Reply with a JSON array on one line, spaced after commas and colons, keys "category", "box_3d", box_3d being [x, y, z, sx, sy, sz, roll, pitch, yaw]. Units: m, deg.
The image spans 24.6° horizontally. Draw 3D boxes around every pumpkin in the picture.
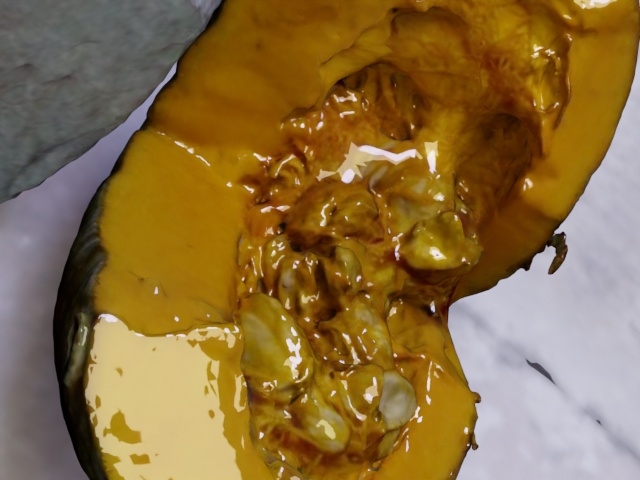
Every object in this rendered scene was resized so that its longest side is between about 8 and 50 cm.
[{"category": "pumpkin", "box_3d": [0.000, 0.000, 0.388, 0.119, 0.108, 0.183, 33, 74, -18]}]

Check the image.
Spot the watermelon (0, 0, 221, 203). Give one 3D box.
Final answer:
[{"category": "watermelon", "box_3d": [-0.114, -0.118, 0.328, 0.387, 0.228, 0.258, -50, 132, -55]}]
